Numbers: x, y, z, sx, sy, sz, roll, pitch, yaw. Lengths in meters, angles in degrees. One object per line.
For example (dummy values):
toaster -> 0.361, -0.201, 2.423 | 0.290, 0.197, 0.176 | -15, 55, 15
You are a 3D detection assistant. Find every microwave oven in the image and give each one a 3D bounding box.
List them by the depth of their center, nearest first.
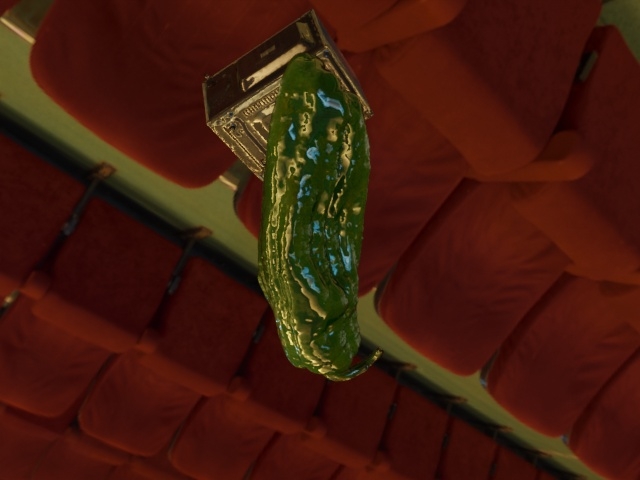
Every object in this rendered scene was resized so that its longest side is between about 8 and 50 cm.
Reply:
microwave oven -> -0.050, -0.207, 0.891 | 0.205, 0.129, 0.163 | -30, 137, 16

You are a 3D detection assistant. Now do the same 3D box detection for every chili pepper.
chili pepper -> -0.002, -0.002, 0.438 | 0.074, 0.100, 0.256 | 16, 115, 32
